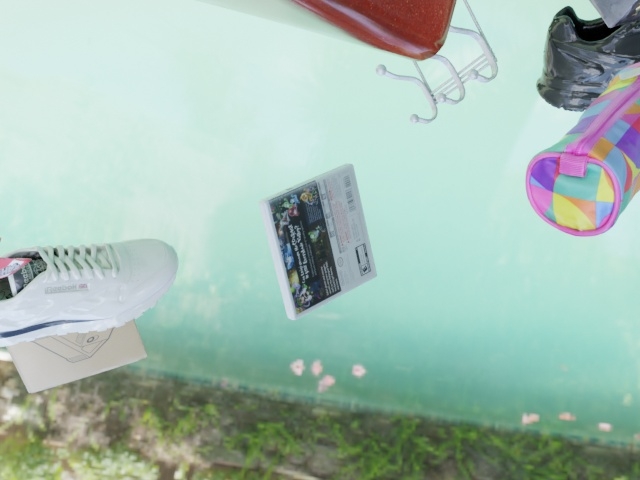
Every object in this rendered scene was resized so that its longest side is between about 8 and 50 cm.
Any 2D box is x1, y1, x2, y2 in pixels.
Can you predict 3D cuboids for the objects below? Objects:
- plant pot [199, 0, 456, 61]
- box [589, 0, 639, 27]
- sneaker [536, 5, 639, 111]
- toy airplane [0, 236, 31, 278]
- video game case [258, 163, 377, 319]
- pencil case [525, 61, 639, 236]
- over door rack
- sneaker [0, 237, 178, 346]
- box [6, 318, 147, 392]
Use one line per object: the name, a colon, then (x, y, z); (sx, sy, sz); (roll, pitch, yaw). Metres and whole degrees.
plant pot: (-0.071, -0.260, 0.460); (0.267, 0.267, 0.236); (22, -165, 30)
box: (0.409, -0.320, 0.831); (0.307, 0.076, 0.242); (-21, 162, -33)
sneaker: (0.405, -0.222, 1.094); (0.286, 0.109, 0.130); (2, 125, 12)
toy airplane: (-0.318, 0.051, 0.793); (0.151, 0.151, 0.028); (-4, 134, 44)
video game case: (0.000, 0.000, 1.385); (0.173, 0.190, 0.022); (-26, -158, -33)
pencil case: (0.291, -0.099, 0.906); (0.104, 0.236, 0.104); (23, 134, 25)
over door rack: (0.176, -0.391, 1.632); (0.108, 0.324, 0.239); (-14, 174, -24)
sneaker: (-0.263, 0.042, 0.963); (0.235, 0.090, 0.095); (-18, 144, -17)
box: (-0.324, 0.111, 1.188); (0.164, 0.021, 0.201); (-15, 137, -10)
